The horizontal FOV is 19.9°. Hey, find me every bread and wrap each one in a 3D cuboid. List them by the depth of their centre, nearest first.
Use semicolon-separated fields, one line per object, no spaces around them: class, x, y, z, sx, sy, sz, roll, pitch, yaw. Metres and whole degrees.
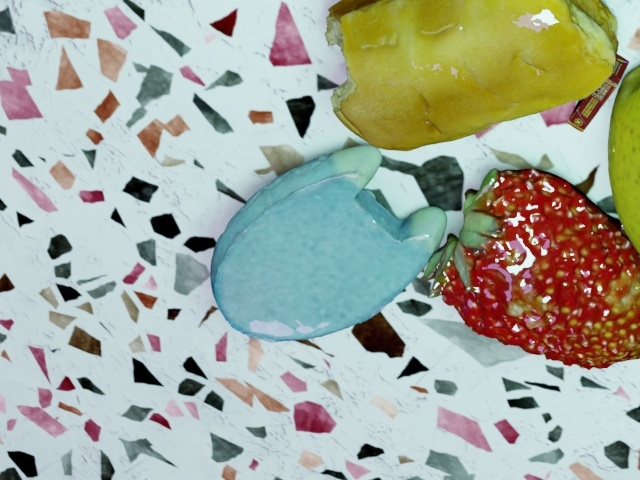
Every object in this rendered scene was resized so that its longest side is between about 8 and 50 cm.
bread;0.155;-0.209;2.010;0.344;0.149;0.195;-17;117;37

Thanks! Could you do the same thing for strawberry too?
strawberry;0.288;0.056;2.161;0.306;0.137;0.233;27;120;-4

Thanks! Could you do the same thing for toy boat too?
toy boat;0.000;0.000;2.316;0.215;0.123;0.330;39;124;-19

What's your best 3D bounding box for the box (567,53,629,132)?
box;0.310;-0.165;2.036;0.023;0.051;0.082;33;135;1

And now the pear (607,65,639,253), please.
pear;0.472;-0.034;1.967;0.386;0.191;0.340;42;134;-9
